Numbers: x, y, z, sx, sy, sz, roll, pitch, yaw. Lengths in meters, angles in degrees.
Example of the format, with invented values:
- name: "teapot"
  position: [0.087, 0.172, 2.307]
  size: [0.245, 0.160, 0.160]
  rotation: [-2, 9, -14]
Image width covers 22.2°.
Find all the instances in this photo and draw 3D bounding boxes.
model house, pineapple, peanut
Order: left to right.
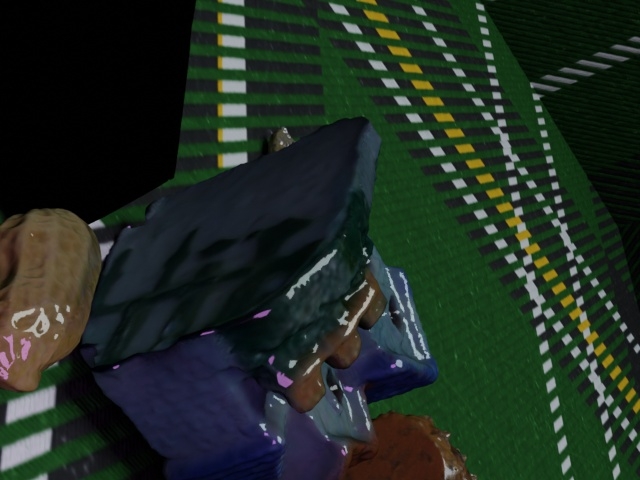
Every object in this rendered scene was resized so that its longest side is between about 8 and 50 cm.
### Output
- name: "peanut"
  position: [-0.210, 0.038, 1.186]
  size: [0.194, 0.083, 0.093]
  rotation: [-80, 156, -61]
- name: "model house"
  position: [-0.018, 0.123, 1.402]
  size: [0.295, 0.251, 0.329]
  rotation: [-82, 150, -58]
- name: "pineapple"
  position: [0.097, 0.280, 1.703]
  size: [0.279, 0.157, 0.158]
  rotation: [58, 16, -64]

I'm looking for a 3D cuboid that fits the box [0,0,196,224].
- name: "box"
  position: [-0.222, -0.196, 1.343]
  size: [0.225, 0.143, 0.341]
  rotation: [54, 24, -34]

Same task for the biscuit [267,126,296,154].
- name: "biscuit"
  position: [-0.002, -0.002, 1.891]
  size: [0.250, 0.032, 0.133]
  rotation: [61, 20, -19]
